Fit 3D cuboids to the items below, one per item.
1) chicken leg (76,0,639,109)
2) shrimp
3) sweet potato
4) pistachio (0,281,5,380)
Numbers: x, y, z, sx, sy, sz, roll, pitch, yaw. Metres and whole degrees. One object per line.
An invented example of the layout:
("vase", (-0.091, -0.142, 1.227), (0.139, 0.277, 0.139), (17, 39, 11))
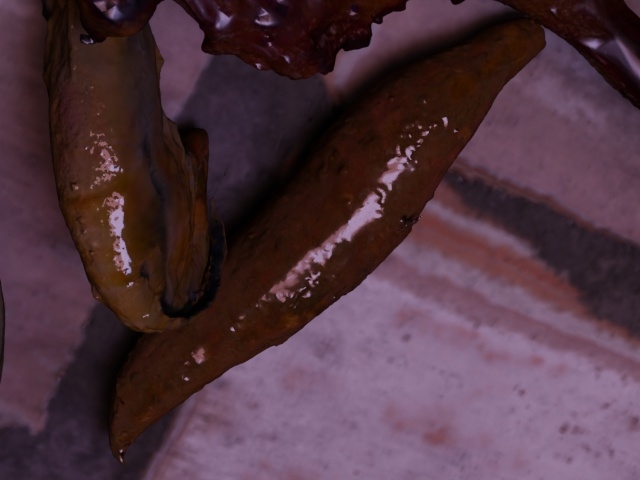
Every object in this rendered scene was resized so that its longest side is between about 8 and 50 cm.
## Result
("chicken leg", (0.054, -0.133, 0.887), (0.407, 0.096, 0.158), (15, 79, -29))
("shrimp", (-0.100, -0.085, 0.909), (0.066, 0.117, 0.262), (-6, 91, 15))
("sweet potato", (0.000, 0.000, 0.963), (0.314, 0.072, 0.066), (-48, 138, 3))
("pistachio", (-0.222, 0.069, 0.885), (0.138, 0.153, 0.238), (14, 134, -13))
